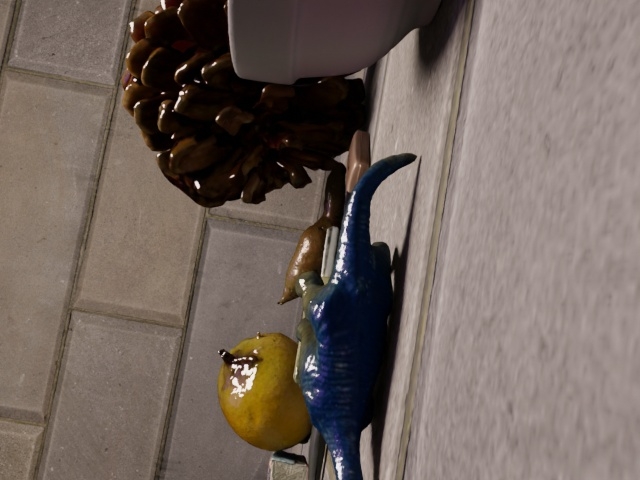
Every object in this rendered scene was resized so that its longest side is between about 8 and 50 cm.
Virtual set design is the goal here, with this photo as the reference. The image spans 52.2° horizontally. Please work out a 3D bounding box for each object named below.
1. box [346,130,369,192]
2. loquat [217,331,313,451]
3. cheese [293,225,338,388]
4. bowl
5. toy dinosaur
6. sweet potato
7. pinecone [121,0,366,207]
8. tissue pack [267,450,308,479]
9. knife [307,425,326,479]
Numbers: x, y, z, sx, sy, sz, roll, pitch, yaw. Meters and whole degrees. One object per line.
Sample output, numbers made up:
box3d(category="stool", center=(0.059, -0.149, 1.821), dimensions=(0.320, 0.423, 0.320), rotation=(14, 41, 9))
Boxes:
box3d(category="box", center=(0.049, -0.105, 0.865), dimensions=(0.115, 0.025, 0.048), rotation=(-84, 3, -58))
box3d(category="loquat", center=(-0.069, 0.228, 0.960), dimensions=(0.204, 0.149, 0.172), rotation=(64, 172, -28))
box3d(category="cheese", center=(0.005, 0.077, 0.885), dimensions=(0.127, 0.050, 0.235), rotation=(98, -179, -45))
box3d(category="bowl", center=(0.028, -0.253, 0.486), dimensions=(0.287, 0.144, 0.286), rotation=(-170, 90, -87))
box3d(category="toy dinosaur", center=(0.027, 0.071, 0.420), dimensions=(0.188, 0.075, 0.247), rotation=(-113, 36, -70))
box3d(category="sweet potato", center=(0.003, -0.001, 1.123), dimensions=(0.075, 0.075, 0.269), rotation=(-100, 32, -84))
box3d(category="pinecone", center=(-0.104, -0.229, 1.035), dimensions=(0.398, 0.398, 0.397), rotation=(-170, 90, -88))
box3d(category="tissue pack", center=(-0.048, 0.343, 0.934), dimensions=(0.094, 0.059, 0.074), rotation=(108, 170, -79))
box3d(category="knife", center=(-0.009, 0.297, 0.727), dimensions=(0.035, 0.018, 0.247), rotation=(134, 143, -76))
